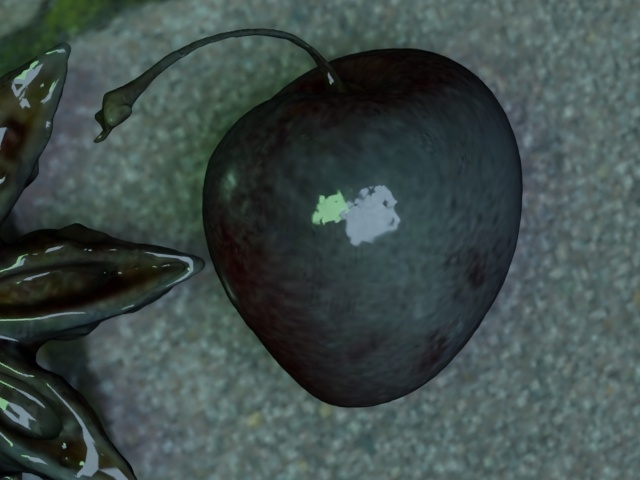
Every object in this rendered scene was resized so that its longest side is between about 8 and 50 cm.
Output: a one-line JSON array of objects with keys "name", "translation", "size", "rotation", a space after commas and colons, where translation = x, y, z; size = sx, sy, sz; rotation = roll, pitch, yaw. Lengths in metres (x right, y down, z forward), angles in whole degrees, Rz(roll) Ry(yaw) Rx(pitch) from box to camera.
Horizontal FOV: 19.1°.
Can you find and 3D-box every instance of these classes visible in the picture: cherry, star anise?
[{"name": "cherry", "translation": [-0.003, 0.005, 0.689], "size": [0.115, 0.188, 0.148], "rotation": [38, 129, 15]}, {"name": "star anise", "translation": [-0.152, 0.045, 0.684], "size": [0.230, 0.081, 0.263], "rotation": [-13, 94, -15]}]
